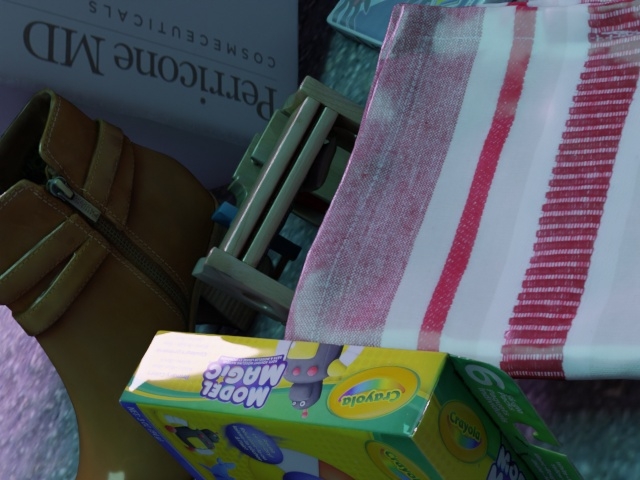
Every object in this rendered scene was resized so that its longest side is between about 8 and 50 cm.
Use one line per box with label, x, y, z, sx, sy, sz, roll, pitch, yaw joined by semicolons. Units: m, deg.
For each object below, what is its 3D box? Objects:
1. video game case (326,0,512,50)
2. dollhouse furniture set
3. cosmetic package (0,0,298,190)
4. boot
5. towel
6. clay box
video game case;0.105;-0.219;1.145;0.201;0.023;0.183;-54;30;0
dollhouse furniture set;0.000;0.000;1.003;0.129;0.129;0.183;-62;7;-12
cosmetic package;-0.238;-0.241;1.233;0.327;0.329;0.394;-15;70;46
boot;-0.154;0.062;1.021;0.109;0.220;0.283;2;60;47
towel;0.149;-0.037;0.801;0.329;0.037;0.237;-1;58;33
clay box;0.019;0.107;0.795;0.222;0.127;0.053;2;52;41
